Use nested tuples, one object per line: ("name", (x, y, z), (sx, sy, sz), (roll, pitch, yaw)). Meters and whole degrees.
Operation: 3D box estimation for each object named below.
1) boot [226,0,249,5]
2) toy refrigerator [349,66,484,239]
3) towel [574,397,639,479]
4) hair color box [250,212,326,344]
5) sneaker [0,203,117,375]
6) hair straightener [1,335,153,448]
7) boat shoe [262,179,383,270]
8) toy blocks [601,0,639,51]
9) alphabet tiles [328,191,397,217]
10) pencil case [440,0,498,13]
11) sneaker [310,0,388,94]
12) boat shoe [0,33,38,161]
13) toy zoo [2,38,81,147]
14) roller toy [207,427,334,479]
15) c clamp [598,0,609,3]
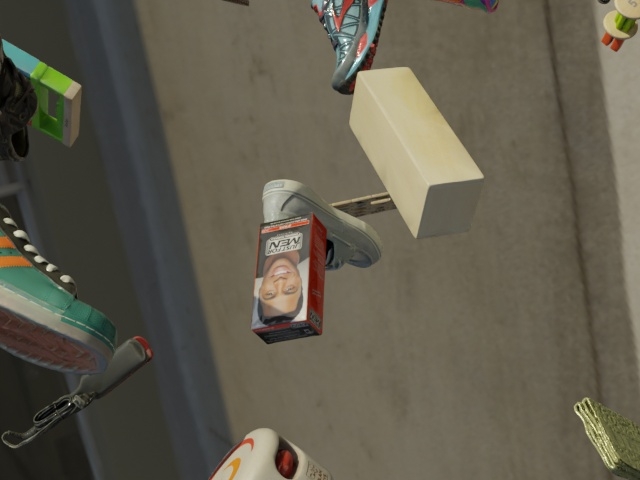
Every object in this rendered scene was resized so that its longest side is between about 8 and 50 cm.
("boot", (-0.161, -0.442, 1.738), (0.042, 0.118, 0.086), (13, 92, 53))
("toy refrigerator", (0.136, -0.132, 1.523), (0.269, 0.094, 0.102), (-116, 25, -43))
("towel", (0.383, 0.262, 1.344), (0.027, 0.148, 0.110), (-42, 44, 24))
("hair color box", (-0.035, 0.043, 1.206), (0.043, 0.072, 0.141), (49, -145, -50))
("sneaker", (-0.312, 0.020, 1.014), (0.302, 0.121, 0.108), (25, 148, 11))
("hair straightener", (-0.331, 0.207, 1.416), (0.047, 0.230, 0.089), (57, 178, 2))
("boat shoe", (0.000, 0.000, 1.422), (0.079, 0.227, 0.081), (-14, 58, 38))
("toy blocks", (0.480, -0.306, 1.588), (0.148, 0.123, 0.054), (96, -178, -64))
("alphabet tiles", (0.060, -0.062, 2.106), (0.198, 0.237, 0.009), (87, 171, -82))
("pencil case", (0.157, -0.396, 1.542), (0.236, 0.104, 0.104), (19, 128, 27))
("sneaker", (0.040, -0.359, 1.761), (0.104, 0.125, 0.261), (99, -175, -66))
("boat shoe", (-0.315, -0.141, 1.040), (0.223, 0.074, 0.080), (127, 150, -63))
("toy zoo", (-0.499, -0.258, 1.599), (0.293, 0.030, 0.192), (29, 158, -3))
("roller toy", (-0.076, 0.372, 1.463), (0.146, 0.191, 0.209), (38, 155, -10))
("c clamp", (0.422, -0.402, 1.542), (0.160, 0.022, 0.137), (94, 165, -76))
